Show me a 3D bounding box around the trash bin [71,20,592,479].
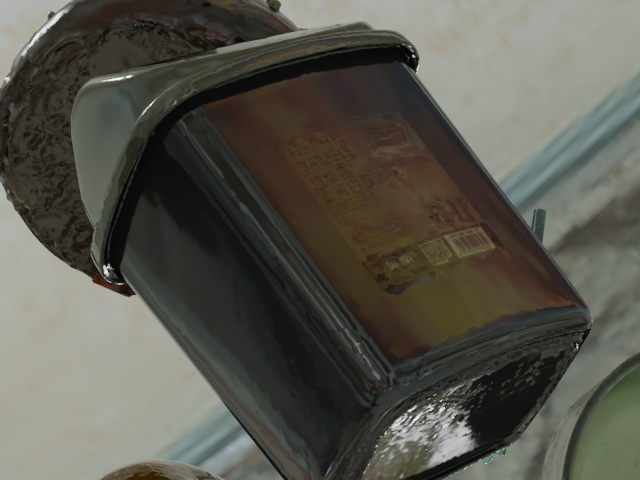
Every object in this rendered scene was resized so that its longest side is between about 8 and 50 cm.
[{"bbox_3d":[0.000,0.000,1.108,0.209,0.290,0.182,-16,-33,-37],"label":"trash bin"}]

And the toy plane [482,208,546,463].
[{"bbox_3d":[0.166,0.088,1.754,0.060,0.096,0.235,14,-100,-27],"label":"toy plane"}]

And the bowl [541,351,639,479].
[{"bbox_3d":[0.238,0.176,1.317,0.211,0.211,0.112,-22,0,-21],"label":"bowl"}]

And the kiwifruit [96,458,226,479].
[{"bbox_3d":[-0.122,0.270,1.318,0.234,0.196,0.196,-57,-38,0],"label":"kiwifruit"}]

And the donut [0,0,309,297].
[{"bbox_3d":[-0.106,-0.078,1.389,0.269,0.103,0.270,0,-55,0],"label":"donut"}]
